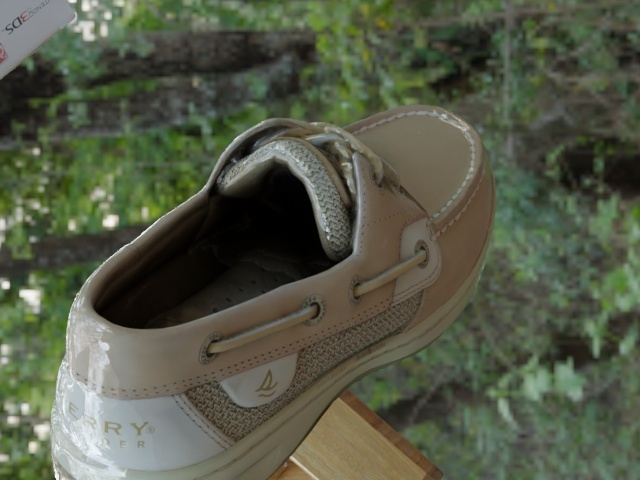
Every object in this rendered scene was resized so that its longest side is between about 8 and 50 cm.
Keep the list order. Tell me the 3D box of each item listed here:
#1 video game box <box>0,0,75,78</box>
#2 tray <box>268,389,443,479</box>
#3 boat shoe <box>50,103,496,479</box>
[{"bbox_3d":[-0.276,-0.101,0.800,0.187,0.205,0.048,-47,-48,-35],"label":"video game box"},{"bbox_3d":[-0.057,0.160,1.201,0.076,0.203,0.411,-51,8,-16],"label":"tray"},{"bbox_3d":[0.000,0.000,0.667,0.341,0.122,0.110,-45,-32,-49],"label":"boat shoe"}]
